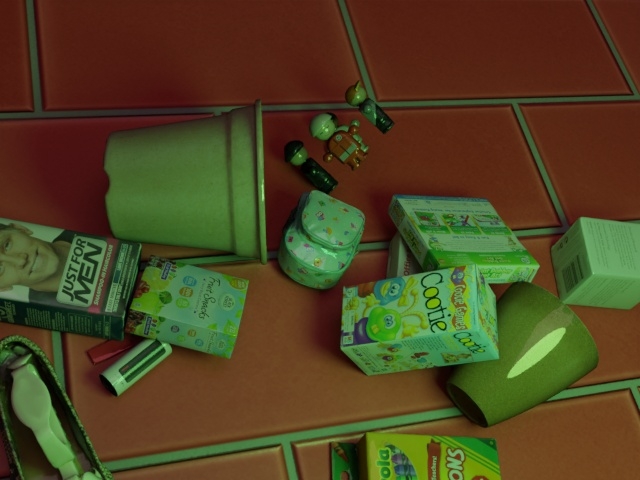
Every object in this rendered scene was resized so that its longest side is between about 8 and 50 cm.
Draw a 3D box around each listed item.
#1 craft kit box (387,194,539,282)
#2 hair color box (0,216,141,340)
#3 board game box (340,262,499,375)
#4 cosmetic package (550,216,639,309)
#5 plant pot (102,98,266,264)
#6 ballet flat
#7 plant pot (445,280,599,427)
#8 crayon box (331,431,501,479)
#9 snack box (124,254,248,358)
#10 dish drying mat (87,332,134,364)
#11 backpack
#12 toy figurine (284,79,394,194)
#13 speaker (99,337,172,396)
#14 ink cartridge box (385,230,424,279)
[{"bbox_3d":[0.303,-0.005,1.763,0.250,0.061,0.246,1,35,-23],"label":"craft kit box"},{"bbox_3d":[-0.531,0.069,1.566,0.347,0.105,0.174,10,56,-8],"label":"hair color box"},{"bbox_3d":[0.194,0.159,1.611,0.275,0.144,0.142,-11,55,23],"label":"board game box"},{"bbox_3d":[0.653,0.055,1.879,0.184,0.151,0.151,6,58,-13],"label":"cosmetic package"},{"bbox_3d":[-0.265,-0.112,1.654,0.305,0.334,0.334,-2,60,-3],"label":"plant pot"},{"bbox_3d":[-0.445,0.367,1.368,0.164,0.182,0.483,-22,68,-26],"label":"ballet flat"},{"bbox_3d":[0.385,0.253,1.664,0.254,0.237,0.237,-39,75,-15],"label":"plant pot"},{"bbox_3d":[0.183,0.472,1.540,0.318,0.081,0.202,5,59,-12],"label":"crayon box"},{"bbox_3d":[-0.256,0.126,1.601,0.207,0.070,0.174,16,35,-8],"label":"snack box"},{"bbox_3d":[-0.403,0.208,1.579,0.083,0.008,0.032,-25,68,-28],"label":"dish drying mat"},{"bbox_3d":[0.000,0.000,1.739,0.166,0.144,0.188,26,59,-6],"label":"backpack"},{"bbox_3d":[0.039,-0.233,1.845,0.148,0.213,0.209,42,58,-5],"label":"toy figurine"},{"bbox_3d":[-0.349,0.233,1.552,0.055,0.055,0.136,44,58,12],"label":"speaker"},{"bbox_3d":[0.253,0.067,1.799,0.203,0.086,0.148,13,56,-8],"label":"ink cartridge box"}]
